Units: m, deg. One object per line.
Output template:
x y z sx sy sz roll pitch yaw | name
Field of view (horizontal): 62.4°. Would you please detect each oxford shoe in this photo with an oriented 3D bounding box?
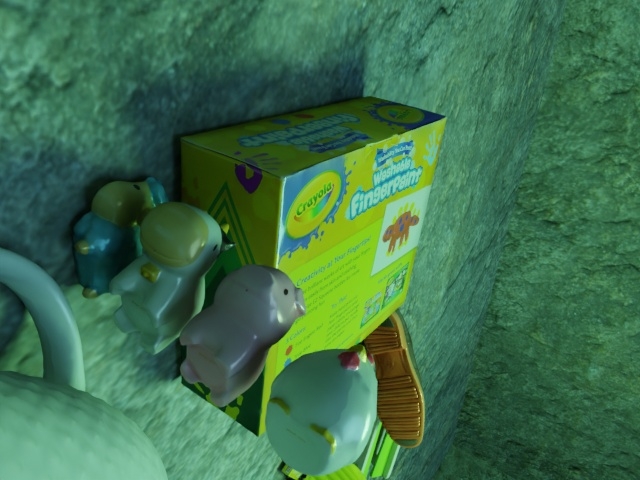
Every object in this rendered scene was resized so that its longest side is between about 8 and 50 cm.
0.202 0.329 1.322 0.132 0.129 0.364 -15 96 -63 | oxford shoe

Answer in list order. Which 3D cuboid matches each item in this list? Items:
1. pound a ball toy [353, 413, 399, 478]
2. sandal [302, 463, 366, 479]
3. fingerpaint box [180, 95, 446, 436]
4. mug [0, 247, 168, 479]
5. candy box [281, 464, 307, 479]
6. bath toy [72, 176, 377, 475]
0.115 0.504 1.446 0.208 0.135 0.320 3 109 -34 | pound a ball toy
-0.026 0.623 1.232 0.317 0.126 0.138 -10 136 -35 | sandal
0.000 0.000 0.808 0.444 0.163 0.372 -30 136 -49 | fingerpaint box
-0.272 0.186 0.399 0.328 0.275 0.375 42 42 -69 | mug
-0.029 0.530 1.272 0.105 0.027 0.206 -52 151 -17 | candy box
-0.083 0.069 0.517 0.129 0.348 0.152 -37 155 -45 | bath toy
